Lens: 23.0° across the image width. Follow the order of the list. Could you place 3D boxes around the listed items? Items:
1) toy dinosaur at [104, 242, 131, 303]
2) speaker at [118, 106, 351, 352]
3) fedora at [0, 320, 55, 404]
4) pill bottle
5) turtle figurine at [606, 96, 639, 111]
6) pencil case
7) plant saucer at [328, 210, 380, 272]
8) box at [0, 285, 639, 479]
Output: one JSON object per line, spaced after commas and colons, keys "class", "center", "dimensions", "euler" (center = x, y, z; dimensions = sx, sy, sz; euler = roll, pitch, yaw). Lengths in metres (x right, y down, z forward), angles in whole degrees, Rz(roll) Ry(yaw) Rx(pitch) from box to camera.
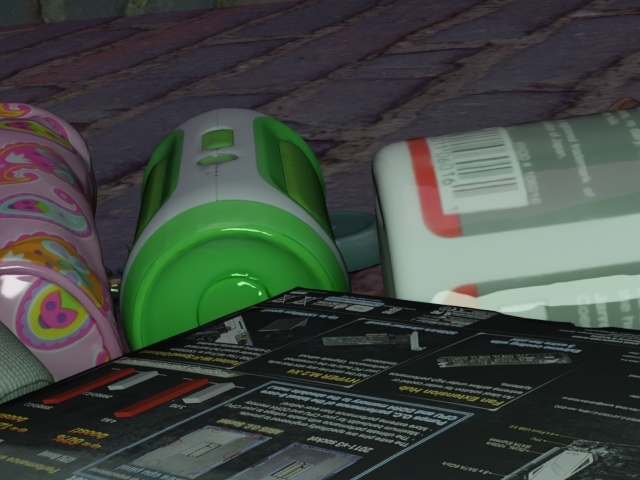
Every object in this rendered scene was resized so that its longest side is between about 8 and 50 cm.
{"class": "toy dinosaur", "center": [-0.135, 0.026, 1.075], "dimensions": [0.082, 0.047, 0.090], "euler": [4, -4, -31]}
{"class": "speaker", "center": [-0.051, 0.003, 0.935], "dimensions": [0.131, 0.131, 0.296], "euler": [-9, 16, -1]}
{"class": "fedora", "center": [-0.202, 0.095, 0.602], "dimensions": [0.124, 0.243, 0.275], "euler": [33, 24, 23]}
{"class": "pill bottle", "center": [0.172, 0.016, 0.708], "dimensions": [0.283, 0.161, 0.161], "euler": [-8, 15, 1]}
{"class": "turtle figurine", "center": [0.280, -0.059, 1.065], "dimensions": [0.269, 0.087, 0.217], "euler": [-14, 16, -21]}
{"class": "pencil case", "center": [-0.184, 0.014, 0.922], "dimensions": [0.124, 0.124, 0.284], "euler": [-10, 26, -6]}
{"class": "plant saucer", "center": [0.000, 0.000, 1.127], "dimensions": [0.119, 0.021, 0.119], "euler": [-8, 16, 2]}
{"class": "box", "center": [0.021, 0.092, 0.484], "dimensions": [0.307, 0.076, 0.242], "euler": [5, 18, 43]}
